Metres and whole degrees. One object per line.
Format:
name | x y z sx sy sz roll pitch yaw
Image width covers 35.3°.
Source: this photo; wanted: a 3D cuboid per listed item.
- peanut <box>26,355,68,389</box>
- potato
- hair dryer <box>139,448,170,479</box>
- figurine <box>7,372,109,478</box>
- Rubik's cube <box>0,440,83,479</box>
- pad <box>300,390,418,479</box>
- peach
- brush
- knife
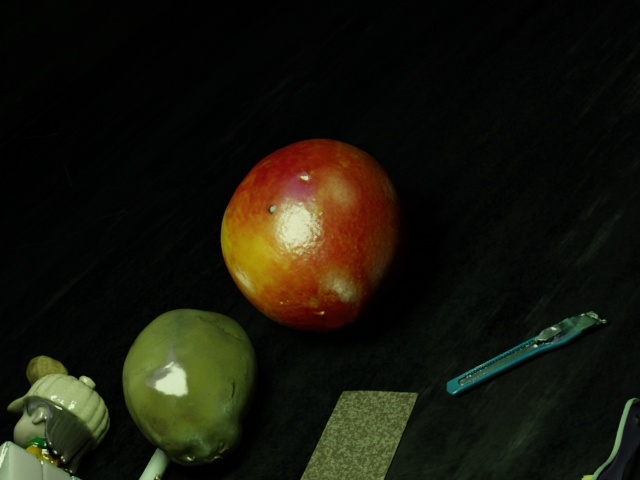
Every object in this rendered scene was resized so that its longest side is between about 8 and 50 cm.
peanut | -0.584 0.315 2.173 0.089 0.089 0.193 -31 38 -4
potato | -0.240 0.258 1.858 0.221 0.243 0.326 -39 20 28
hair dryer | -0.327 0.444 1.826 0.131 0.073 0.236 -9 35 28
figurine | -0.507 0.406 1.918 0.204 0.185 0.332 -12 41 0
Rubik's cube | -0.498 0.511 1.644 0.231 0.224 0.221 -40 37 14
pad | 0.063 0.349 1.730 0.158 0.003 0.235 -3 41 32
peach | 0.000 0.000 1.945 0.388 0.388 0.388 -19 34 14
brush | 0.405 0.345 1.452 0.060 0.068 0.297 -23 22 49
knife | 0.349 0.192 1.718 0.296 0.026 0.044 -27 45 0
